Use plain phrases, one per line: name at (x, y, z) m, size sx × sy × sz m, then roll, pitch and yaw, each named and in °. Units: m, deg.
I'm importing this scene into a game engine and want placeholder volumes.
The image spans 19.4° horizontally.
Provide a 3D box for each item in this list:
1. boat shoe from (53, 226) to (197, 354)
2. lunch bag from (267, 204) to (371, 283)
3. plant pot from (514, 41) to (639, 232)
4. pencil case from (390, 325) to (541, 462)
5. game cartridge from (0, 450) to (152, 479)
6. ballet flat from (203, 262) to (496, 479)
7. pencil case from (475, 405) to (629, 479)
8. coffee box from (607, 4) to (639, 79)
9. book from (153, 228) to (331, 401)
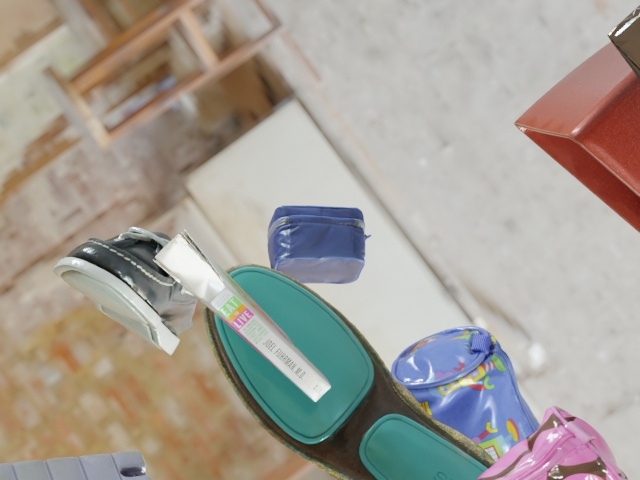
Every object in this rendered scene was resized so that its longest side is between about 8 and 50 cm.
boat shoe at (-0.173, 0.032, 1.765) m, size 0.114 × 0.091 × 0.302 m, roll 30°, pitch 172°, yaw 6°
lunch bag at (0.000, 0.000, 1.763) m, size 0.067 × 0.098 × 0.065 m, roll 117°, pitch 152°, yaw -64°
plant pot at (0.430, -0.138, 2.217) m, size 0.267 × 0.235 × 0.267 m, roll 39°, pitch 180°, yaw -11°
pencil case at (0.193, 0.232, 1.976) m, size 0.306 × 0.133 × 0.119 m, roll 60°, pitch -159°, yaw -19°
game cartridge at (-0.240, 0.361, 1.868) m, size 0.355 × 0.230 × 0.068 m, roll -118°, pitch 31°, yaw -44°
ballet flat at (0.033, 0.162, 1.605) m, size 0.348 × 0.123 × 0.123 m, roll 40°, pitch 166°, yaw 13°
pencil case at (0.125, 0.206, 1.393) m, size 0.095 × 0.209 × 0.098 m, roll 53°, pitch -179°, yaw 40°
coffee box at (0.421, -0.151, 1.804) m, size 0.297 × 0.168 × 0.119 m, roll 40°, pitch -169°, yaw -51°
book at (-0.059, 0.063, 1.474) m, size 0.144 × 0.035 × 0.096 m, roll 46°, pitch 178°, yaw -38°
